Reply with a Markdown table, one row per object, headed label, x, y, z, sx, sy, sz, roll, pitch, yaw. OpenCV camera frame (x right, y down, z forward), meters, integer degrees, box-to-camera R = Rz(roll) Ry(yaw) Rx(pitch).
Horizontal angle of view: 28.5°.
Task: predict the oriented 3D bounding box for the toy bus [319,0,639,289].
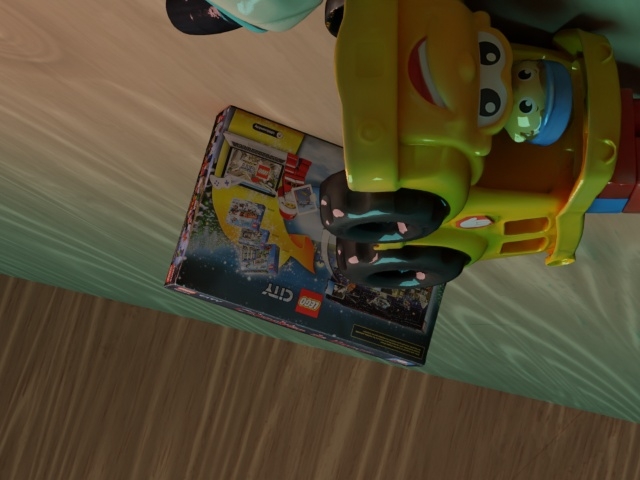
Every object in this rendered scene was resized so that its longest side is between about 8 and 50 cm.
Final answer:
| label | x | y | z | sx | sy | sz | roll | pitch | yaw |
| --- | --- | --- | --- | --- | --- | --- | --- | --- | --- |
| toy bus | 0.108 | -0.058 | 0.716 | 0.212 | 0.149 | 0.220 | 1 | 164 | 8 |

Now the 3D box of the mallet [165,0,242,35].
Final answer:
| label | x | y | z | sx | sy | sz | roll | pitch | yaw |
| --- | --- | --- | --- | --- | --- | --- | --- | --- | --- |
| mallet | -0.112 | -0.172 | 0.712 | 0.062 | 0.039 | 0.190 | 7 | 162 | 45 |

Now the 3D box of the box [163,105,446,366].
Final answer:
| label | x | y | z | sx | sy | sz | roll | pitch | yaw |
| --- | --- | --- | --- | --- | --- | --- | --- | --- | --- |
| box | 0.000 | 0.000 | 1.085 | 0.233 | 0.159 | 0.044 | 20 | 169 | -17 |

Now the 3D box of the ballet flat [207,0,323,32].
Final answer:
| label | x | y | z | sx | sy | sz | roll | pitch | yaw |
| --- | --- | --- | --- | --- | --- | --- | --- | --- | --- |
| ballet flat | -0.083 | -0.177 | 0.563 | 0.248 | 0.086 | 0.086 | 22 | 168 | -36 |
